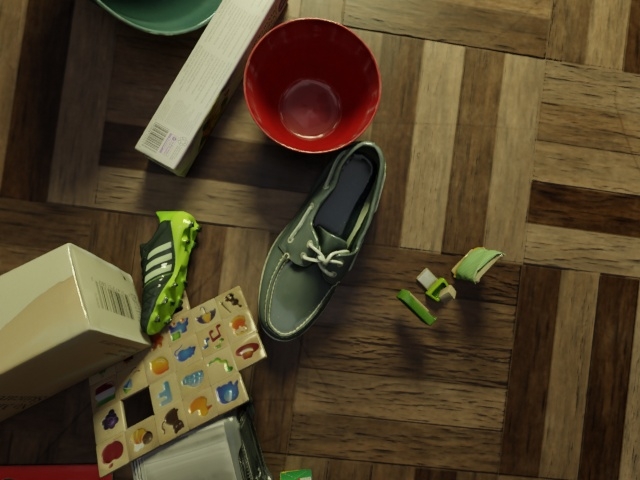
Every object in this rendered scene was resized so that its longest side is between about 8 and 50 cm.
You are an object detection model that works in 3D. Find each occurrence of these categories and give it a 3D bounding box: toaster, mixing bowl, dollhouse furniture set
[{"bbox_3d":[-0.154,0.307,0.550,0.147,0.129,0.226,-16,89,-2],"label":"toaster"},{"bbox_3d":[-0.013,-0.202,0.582,0.182,0.098,0.181,0,88,-4],"label":"mixing bowl"},{"bbox_3d":[0.186,0.050,0.602,0.151,0.076,0.058,-45,93,-3],"label":"dollhouse furniture set"}]

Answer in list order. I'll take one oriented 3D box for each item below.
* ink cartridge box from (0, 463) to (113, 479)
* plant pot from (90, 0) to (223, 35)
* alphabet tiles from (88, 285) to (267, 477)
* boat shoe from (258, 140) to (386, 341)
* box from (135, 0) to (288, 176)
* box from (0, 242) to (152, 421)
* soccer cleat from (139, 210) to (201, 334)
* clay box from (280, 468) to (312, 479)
[{"bbox_3d":[-0.448,0.454,0.558,0.296,0.066,0.261,1,90,-4],"label":"ink cartridge box"},{"bbox_3d":[-0.253,-0.434,0.500,0.196,0.293,0.293,29,87,23],"label":"plant pot"},{"bbox_3d":[-0.199,0.161,0.553,0.237,0.009,0.198,-26,56,-5],"label":"alphabet tiles"},{"bbox_3d":[0.000,0.000,0.578,0.116,0.099,0.319,28,87,-3],"label":"boat shoe"},{"bbox_3d":[-0.150,-0.247,0.591,0.067,0.063,0.324,29,87,-4],"label":"box"},{"bbox_3d":[-0.402,0.142,0.513,0.311,0.148,0.121,-27,68,-3],"label":"box"},{"bbox_3d":[-0.227,0.042,0.581,0.072,0.060,0.178,9,74,12],"label":"soccer cleat"},{"bbox_3d":[-0.025,0.456,0.555,0.053,0.127,0.222,-5,90,-5],"label":"clay box"}]
